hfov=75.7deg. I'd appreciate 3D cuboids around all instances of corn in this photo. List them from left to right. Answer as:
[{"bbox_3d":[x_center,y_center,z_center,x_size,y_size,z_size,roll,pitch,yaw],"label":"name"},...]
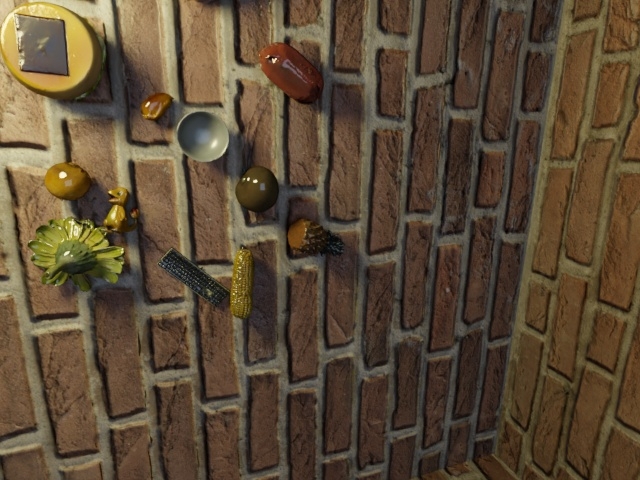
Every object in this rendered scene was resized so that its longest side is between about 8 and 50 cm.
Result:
[{"bbox_3d":[-0.330,0.182,1.758,0.102,0.102,0.312,3,101,-21],"label":"corn"}]

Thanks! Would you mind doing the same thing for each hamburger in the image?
[{"bbox_3d":[-0.840,-0.593,1.309,0.301,0.176,0.299,-6,108,-18],"label":"hamburger"}]

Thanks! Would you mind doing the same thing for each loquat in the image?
[{"bbox_3d":[-0.871,-0.202,1.427,0.141,0.141,0.141,-5,106,-19],"label":"loquat"}]

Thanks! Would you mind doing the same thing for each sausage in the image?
[{"bbox_3d":[-0.109,-0.642,1.585,0.280,0.152,0.152,34,91,-23],"label":"sausage"}]

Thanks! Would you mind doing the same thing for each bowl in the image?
[{"bbox_3d":[-0.445,-0.395,1.561,0.189,0.086,0.188,-6,108,-18],"label":"bowl"}]

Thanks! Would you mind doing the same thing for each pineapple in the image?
[{"bbox_3d":[0.000,0.000,1.810,0.279,0.158,0.157,16,99,-36],"label":"pineapple"}]

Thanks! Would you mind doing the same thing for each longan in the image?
[{"bbox_3d":[-0.248,-0.202,1.645,0.189,0.189,0.189,-5,106,-19],"label":"longan"}]

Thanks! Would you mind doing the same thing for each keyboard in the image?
[{"bbox_3d":[-0.521,0.156,1.718,0.317,0.027,0.106,42,88,-24],"label":"keyboard"}]

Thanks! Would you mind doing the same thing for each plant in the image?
[{"bbox_3d":[-0.882,0.036,1.467,0.306,0.297,0.261,-3,75,-4],"label":"plant"}]

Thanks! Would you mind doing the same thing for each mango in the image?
[{"bbox_3d":[-0.593,-0.488,1.494,0.127,0.063,0.077,-44,110,-10],"label":"mango"}]

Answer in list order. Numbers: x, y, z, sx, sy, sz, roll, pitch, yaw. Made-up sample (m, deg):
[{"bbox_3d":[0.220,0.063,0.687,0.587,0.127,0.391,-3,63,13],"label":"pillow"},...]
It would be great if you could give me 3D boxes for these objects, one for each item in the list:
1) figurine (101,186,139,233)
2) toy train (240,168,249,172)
[{"bbox_3d":[-0.735,-0.110,1.538,0.122,0.122,0.175,3,91,-55],"label":"figurine"},{"bbox_3d":[-0.286,-0.282,1.689,0.083,0.017,0.017,5,100,-22],"label":"toy train"}]
